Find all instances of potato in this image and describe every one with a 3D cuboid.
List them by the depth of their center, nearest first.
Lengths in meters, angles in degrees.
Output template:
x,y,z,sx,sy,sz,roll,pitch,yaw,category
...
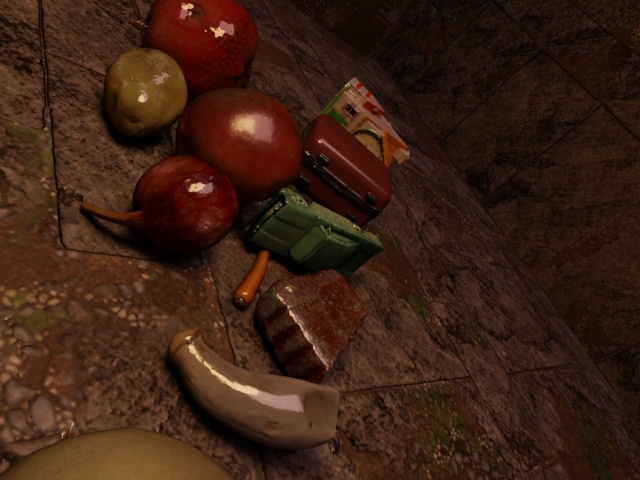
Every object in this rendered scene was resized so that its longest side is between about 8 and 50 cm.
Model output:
x,y,z,sx,sy,sz,roll,pitch,yaw,category
-0.345,-0.283,0.906,0.157,0.157,0.194,29,35,-29,potato

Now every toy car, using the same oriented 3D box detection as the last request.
x,y,z,sx,sy,sz,roll,pitch,yaw,category
0.000,0.000,0.990,0.321,0.141,0.097,24,33,-42,toy car

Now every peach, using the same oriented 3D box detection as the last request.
x,y,z,sx,sy,sz,roll,pitch,yaw,category
-0.167,-0.189,0.920,0.252,0.252,0.252,33,32,-24,peach

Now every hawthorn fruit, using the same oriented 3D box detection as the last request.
x,y,z,sx,sy,sz,roll,pitch,yaw,category
-0.292,-0.450,1.078,0.300,0.275,0.275,14,42,-28,hawthorn fruit

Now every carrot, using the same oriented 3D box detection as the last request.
x,y,z,sx,sy,sz,roll,pitch,yaw,category
-0.125,0.065,0.884,0.037,0.037,0.190,40,26,-11,carrot

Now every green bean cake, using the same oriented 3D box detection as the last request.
x,y,z,sx,sy,sz,roll,pitch,yaw,category
-0.002,0.159,0.859,0.198,0.097,0.233,53,30,15,green bean cake

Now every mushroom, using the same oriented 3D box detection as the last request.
x,y,z,sx,sy,sz,roll,pitch,yaw,category
-0.099,0.220,0.657,0.270,0.103,0.118,30,33,-16,mushroom

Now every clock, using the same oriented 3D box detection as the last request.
x,y,z,sx,sy,sz,roll,pitch,yaw,category
0.134,-0.332,1.505,0.309,0.235,0.166,43,30,-8,clock

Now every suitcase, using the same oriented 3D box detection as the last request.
x,y,z,sx,sy,sz,roll,pitch,yaw,category
0.057,-0.199,1.313,0.297,0.161,0.236,36,31,-17,suitcase

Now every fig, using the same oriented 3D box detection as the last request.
x,y,z,sx,sy,sz,roll,pitch,yaw,category
-0.246,-0.049,0.754,0.175,0.175,0.207,51,44,8,fig

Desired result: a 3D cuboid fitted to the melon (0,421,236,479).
x,y,z,sx,sy,sz,roll,pitch,yaw,category
-0.149,0.291,0.331,0.268,0.268,0.330,10,38,-47,melon
